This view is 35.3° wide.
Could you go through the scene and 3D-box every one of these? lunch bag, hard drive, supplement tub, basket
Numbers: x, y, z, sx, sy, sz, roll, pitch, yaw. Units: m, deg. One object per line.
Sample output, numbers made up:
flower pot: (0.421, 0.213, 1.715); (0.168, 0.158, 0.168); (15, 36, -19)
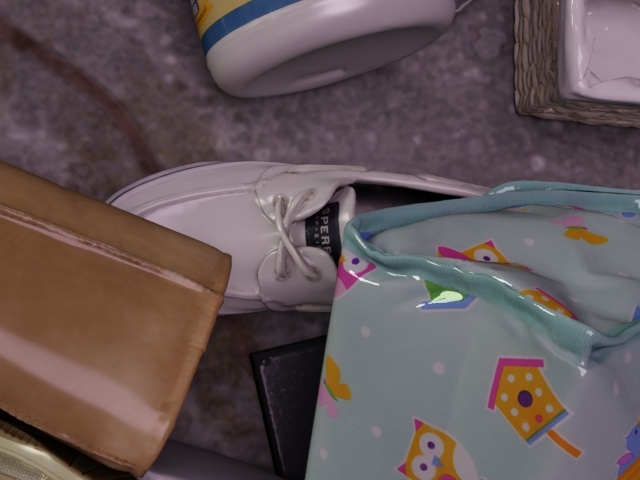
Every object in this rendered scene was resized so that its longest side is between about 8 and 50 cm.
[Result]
lunch bag: (0.118, 0.090, 0.519); (0.262, 0.160, 0.223); (-15, 119, -49)
hard drive: (0.031, 0.100, 0.617); (0.135, 0.022, 0.094); (-12, 88, -14)
supplement tub: (-0.017, -0.195, 0.570); (0.144, 0.144, 0.200); (-16, 88, -14)
basket: (0.213, -0.130, 0.637); (0.167, 0.103, 0.113); (2, 85, -12)

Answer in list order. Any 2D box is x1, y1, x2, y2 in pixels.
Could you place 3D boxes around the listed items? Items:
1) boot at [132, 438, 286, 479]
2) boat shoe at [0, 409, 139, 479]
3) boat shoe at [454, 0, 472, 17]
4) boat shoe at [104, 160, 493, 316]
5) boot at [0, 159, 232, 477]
boot: (-0.148, 0.167, 0.545); (0.258, 0.095, 0.123); (10, 89, -3)
boat shoe: (-0.143, 0.113, 0.476); (0.153, 0.056, 0.048); (26, 86, 4)
boat shoe: (0.126, -0.240, 0.638); (0.079, 0.081, 0.227); (33, 79, -8)
boat shoe: (0.000, 0.000, 0.585); (0.267, 0.088, 0.096); (4, 84, -13)
boot: (-0.172, -0.031, 0.517); (0.269, 0.089, 0.236); (24, 55, -8)
